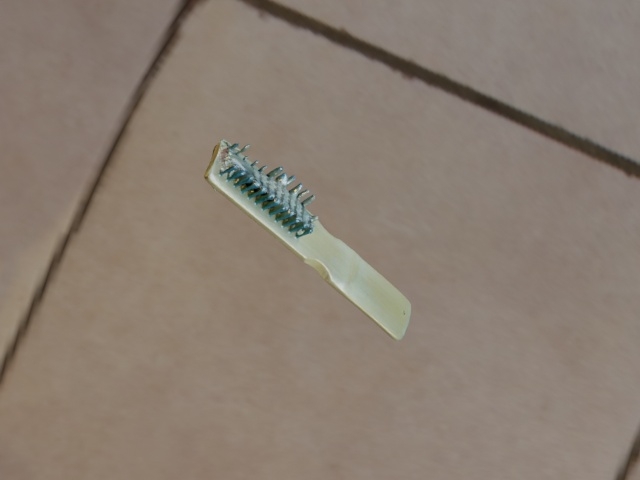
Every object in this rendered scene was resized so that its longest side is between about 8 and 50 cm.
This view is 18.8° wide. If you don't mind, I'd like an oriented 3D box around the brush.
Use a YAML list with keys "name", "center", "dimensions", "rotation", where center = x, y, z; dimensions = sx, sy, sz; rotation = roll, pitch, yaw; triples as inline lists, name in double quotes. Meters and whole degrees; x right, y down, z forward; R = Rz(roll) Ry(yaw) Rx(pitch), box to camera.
- name: "brush"
  center: [0.000, 0.000, 0.549]
  dimensions: [0.013, 0.083, 0.016]
  rotation: [-25, 36, 35]
